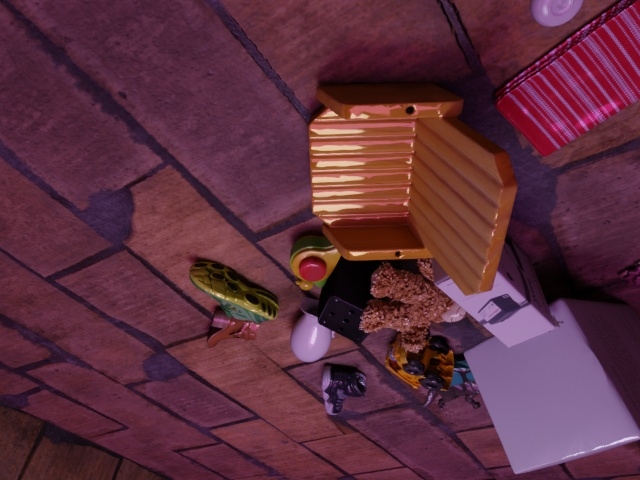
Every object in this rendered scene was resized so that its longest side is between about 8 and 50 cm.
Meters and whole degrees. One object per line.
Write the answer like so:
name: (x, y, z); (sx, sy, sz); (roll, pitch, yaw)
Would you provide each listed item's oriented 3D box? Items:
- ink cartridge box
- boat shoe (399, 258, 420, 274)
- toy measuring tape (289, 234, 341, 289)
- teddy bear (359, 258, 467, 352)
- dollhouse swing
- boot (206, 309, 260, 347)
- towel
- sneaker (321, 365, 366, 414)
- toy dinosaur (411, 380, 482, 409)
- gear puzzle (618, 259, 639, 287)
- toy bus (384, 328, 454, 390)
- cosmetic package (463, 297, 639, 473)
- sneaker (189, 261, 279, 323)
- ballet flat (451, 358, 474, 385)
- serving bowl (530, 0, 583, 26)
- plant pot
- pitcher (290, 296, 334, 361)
ink cartridge box: (0.396, 0.073, 1.110); (0.129, 0.223, 0.307); (-33, 123, 31)
boat shoe: (0.259, 0.095, 1.258); (0.076, 0.080, 0.228); (-7, 132, -21)
toy measuring tape: (0.000, 0.000, 1.168); (0.122, 0.121, 0.330); (18, 125, -11)
teddy bear: (0.238, 0.148, 1.128); (0.338, 0.244, 0.113); (28, 173, -35)
dollhouse swing: (0.140, -0.075, 0.888); (0.316, 0.304, 0.346); (-2, 127, -1)
boot: (-0.283, 0.302, 1.524); (0.153, 0.072, 0.197); (14, 138, -13)
towel: (0.490, -0.287, 0.875); (0.199, 0.031, 0.275); (35, 128, -27)
sneaker: (0.092, 0.554, 1.712); (0.153, 0.101, 0.268); (-1, 133, 10)
toy dinosaur: (0.470, 0.511, 1.645); (0.314, 0.121, 0.160); (-9, 122, 21)
gear puzzle: (0.930, 0.037, 1.143); (0.176, 0.044, 0.339); (24, 133, -17)
toy bus: (0.284, 0.379, 1.507); (0.220, 0.149, 0.212); (38, 143, -26)
cosmetic package: (0.670, 0.372, 1.231); (0.394, 0.329, 0.327); (9, 141, -36)
sneaker: (-0.259, 0.168, 1.356); (0.296, 0.109, 0.124); (36, 124, -27)
ballet flat: (0.469, 0.424, 1.553); (0.248, 0.087, 0.083); (-14, 119, 23)
serving bowl: (0.394, -0.393, 0.779); (0.084, 0.027, 0.083); (3, 134, 3)
plant pot: (0.093, 0.151, 1.229); (0.188, 0.167, 0.188); (26, 133, 2)
pitcher: (0.003, 0.271, 1.438); (0.178, 0.125, 0.207); (2, 126, -18)
